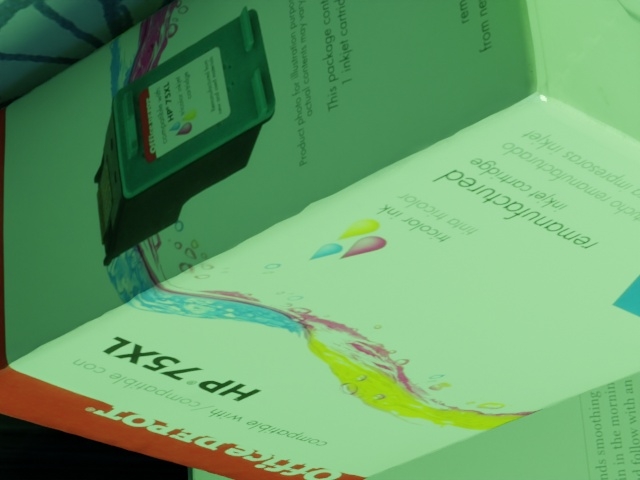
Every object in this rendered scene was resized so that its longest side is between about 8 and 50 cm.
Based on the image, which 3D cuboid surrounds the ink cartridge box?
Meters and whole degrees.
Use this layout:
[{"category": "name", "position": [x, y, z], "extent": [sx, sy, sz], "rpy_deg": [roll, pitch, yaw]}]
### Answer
[{"category": "ink cartridge box", "position": [0.000, 0.000, 0.498], "extent": [0.231, 0.078, 0.134], "rpy_deg": [-27, 145, 36]}]

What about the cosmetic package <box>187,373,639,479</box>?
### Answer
[{"category": "cosmetic package", "position": [0.073, 0.144, 0.800], "extent": [0.224, 0.138, 0.224], "rpy_deg": [-5, 152, 5]}]

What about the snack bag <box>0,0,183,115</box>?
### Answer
[{"category": "snack bag", "position": [-0.003, -0.119, 0.396], "extent": [0.323, 0.037, 0.342], "rpy_deg": [-15, 151, 19]}]
